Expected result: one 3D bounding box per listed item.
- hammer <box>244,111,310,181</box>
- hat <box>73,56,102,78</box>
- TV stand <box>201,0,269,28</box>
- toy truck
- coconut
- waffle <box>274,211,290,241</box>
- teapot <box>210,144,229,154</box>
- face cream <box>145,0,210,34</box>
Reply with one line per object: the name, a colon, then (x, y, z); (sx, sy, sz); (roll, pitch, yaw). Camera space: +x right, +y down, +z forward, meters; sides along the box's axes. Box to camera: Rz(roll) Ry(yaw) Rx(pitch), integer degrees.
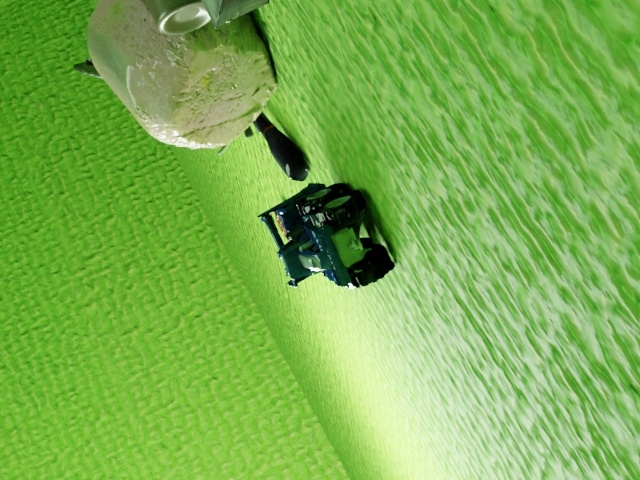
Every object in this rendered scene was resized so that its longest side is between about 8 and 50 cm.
hammer: (-0.084, -0.171, 1.772); (0.290, 0.037, 0.137); (55, 167, 46)
hat: (-0.430, -0.436, 2.637); (0.257, 0.257, 0.130); (-137, 54, -67)
TV stand: (-0.095, -0.320, 1.273); (0.088, 0.083, 0.269); (62, 171, -1)
toy truck: (0.000, 0.000, 1.482); (0.113, 0.126, 0.208); (66, 172, -13)
coconut: (-0.197, -0.271, 1.612); (0.245, 0.233, 0.233); (49, 164, 35)
waffle: (-0.057, -0.024, 2.065); (0.083, 0.029, 0.075); (66, 172, -27)
teapot: (-0.200, -0.211, 2.244); (0.083, 0.064, 0.064); (63, 166, -26)
face cream: (-0.228, -0.427, 1.471); (0.084, 0.137, 0.341); (87, 160, -76)
